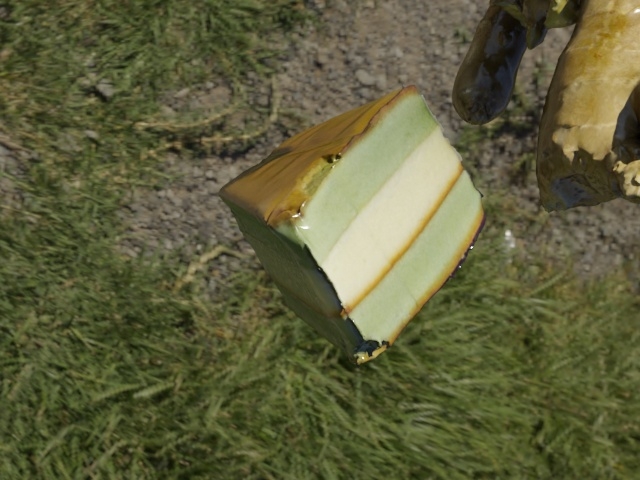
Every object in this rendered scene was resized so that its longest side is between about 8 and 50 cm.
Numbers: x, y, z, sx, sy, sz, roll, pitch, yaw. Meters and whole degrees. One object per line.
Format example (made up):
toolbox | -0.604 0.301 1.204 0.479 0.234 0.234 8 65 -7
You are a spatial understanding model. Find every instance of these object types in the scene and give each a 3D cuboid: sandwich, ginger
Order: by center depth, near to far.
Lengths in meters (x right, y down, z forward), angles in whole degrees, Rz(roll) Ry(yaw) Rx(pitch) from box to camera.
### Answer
ginger | 0.112 -0.091 0.411 0.053 0.193 0.176 18 78 -25
sandwich | 0.000 0.000 0.845 0.155 0.198 0.227 57 45 -15
